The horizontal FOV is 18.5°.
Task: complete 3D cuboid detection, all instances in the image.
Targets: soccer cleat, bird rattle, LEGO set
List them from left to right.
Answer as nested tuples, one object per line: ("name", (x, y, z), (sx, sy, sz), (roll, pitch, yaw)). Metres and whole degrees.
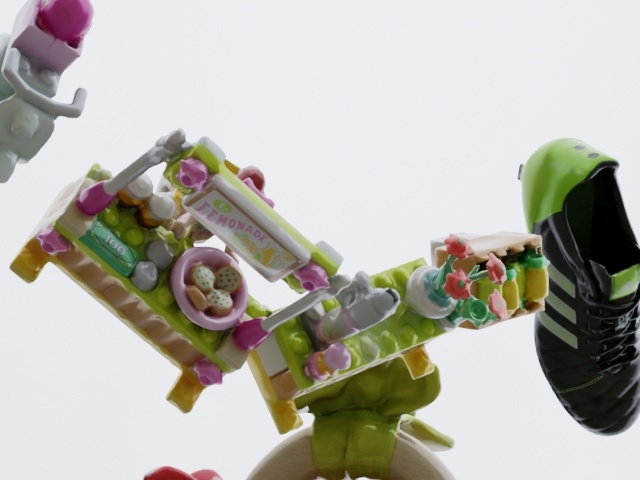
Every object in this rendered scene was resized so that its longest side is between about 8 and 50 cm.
("bird rattle", (-0.002, 0.188, 1.293), (0.253, 0.143, 0.207), (-40, -113, -13))
("LEGO set", (0.000, 0.000, 0.779), (0.287, 0.132, 0.107), (22, -34, -28))
("soccer cleat", (0.150, 0.031, 1.077), (0.060, 0.072, 0.179), (-20, -71, -20))
